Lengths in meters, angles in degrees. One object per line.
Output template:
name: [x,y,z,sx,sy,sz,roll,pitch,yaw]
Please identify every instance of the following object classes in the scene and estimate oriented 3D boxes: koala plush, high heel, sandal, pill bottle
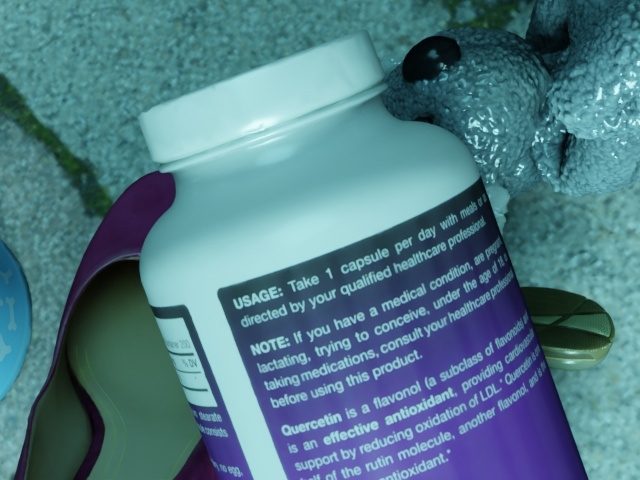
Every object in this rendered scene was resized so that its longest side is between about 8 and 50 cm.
koala plush: [0.121,-0.081,0.793,0.221,0.203,0.196,-26,52,23]
high heel: [-0.099,0.073,0.735,0.127,0.181,0.377,-1,53,-2]
sandal: [0.087,0.052,0.806,0.180,0.049,0.072,13,42,26]
pill bottle: [0.022,0.065,0.693,0.181,0.181,0.323,-19,97,6]

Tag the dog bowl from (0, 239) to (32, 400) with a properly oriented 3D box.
dog bowl: [-0.331,0.092,0.878,0.297,0.074,0.166,-40,69,-2]
